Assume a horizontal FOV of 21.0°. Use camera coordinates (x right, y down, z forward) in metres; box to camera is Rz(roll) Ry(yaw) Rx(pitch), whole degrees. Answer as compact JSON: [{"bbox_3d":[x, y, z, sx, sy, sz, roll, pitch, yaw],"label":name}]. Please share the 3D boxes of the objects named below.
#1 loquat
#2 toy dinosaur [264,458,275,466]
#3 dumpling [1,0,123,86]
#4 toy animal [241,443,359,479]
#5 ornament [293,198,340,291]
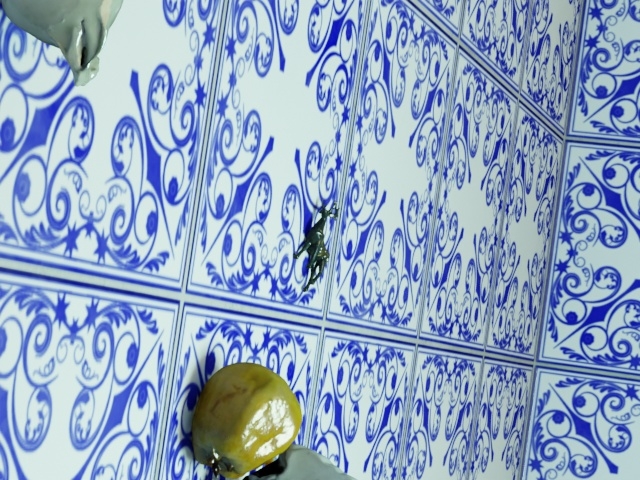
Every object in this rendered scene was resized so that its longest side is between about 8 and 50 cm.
[{"bbox_3d":[-0.086,0.206,1.947,0.137,0.113,0.137,-46,155,-30],"label":"loquat"},{"bbox_3d":[-0.067,0.338,2.118,0.106,0.044,0.187,-29,97,-32],"label":"toy dinosaur"},{"bbox_3d":[-0.214,-0.222,1.441,0.127,0.108,0.188,-138,-142,-82],"label":"dumpling"},{"bbox_3d":[-0.027,0.360,1.996,0.208,0.204,0.156,-55,158,-14],"label":"toy animal"},{"bbox_3d":[0.000,0.000,2.253,0.073,0.028,0.125,75,30,-47],"label":"ornament"}]
